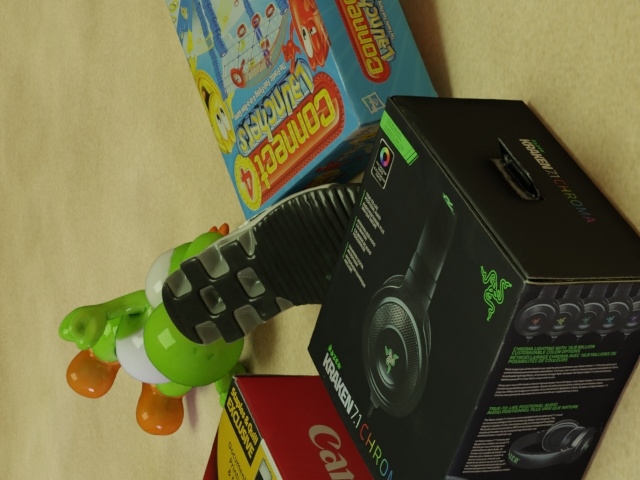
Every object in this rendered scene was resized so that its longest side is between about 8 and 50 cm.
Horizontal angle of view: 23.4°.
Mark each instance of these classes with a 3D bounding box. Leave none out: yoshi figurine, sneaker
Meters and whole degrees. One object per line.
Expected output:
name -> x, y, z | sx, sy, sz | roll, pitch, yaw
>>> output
yoshi figurine -> -0.183, 0.126, 1.812 | 0.203, 0.204, 0.362 | 63, 145, 16
sneaker -> 0.000, 0.000, 1.485 | 0.331, 0.146, 0.122 | -16, 103, 41

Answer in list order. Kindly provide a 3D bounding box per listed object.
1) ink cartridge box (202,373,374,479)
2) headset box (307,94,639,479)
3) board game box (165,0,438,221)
ink cartridge box -> 0.004, 0.272, 1.460 | 0.309, 0.130, 0.271 | -122, 40, -49
headset box -> 0.121, 0.053, 1.201 | 0.246, 0.131, 0.283 | -120, 39, -46
board game box -> -0.036, -0.204, 1.492 | 0.308, 0.086, 0.302 | -38, 70, 63
